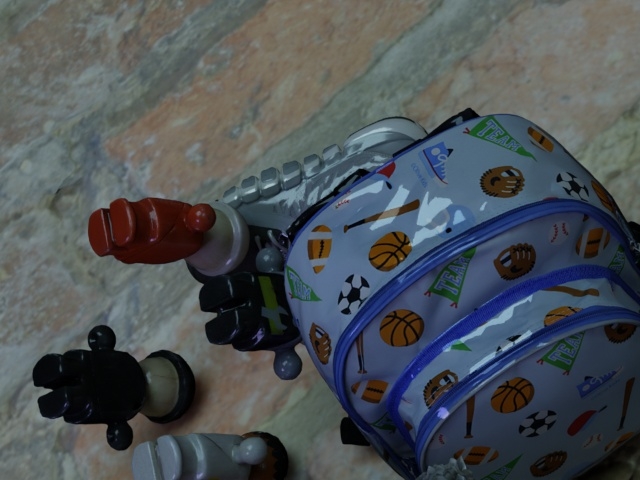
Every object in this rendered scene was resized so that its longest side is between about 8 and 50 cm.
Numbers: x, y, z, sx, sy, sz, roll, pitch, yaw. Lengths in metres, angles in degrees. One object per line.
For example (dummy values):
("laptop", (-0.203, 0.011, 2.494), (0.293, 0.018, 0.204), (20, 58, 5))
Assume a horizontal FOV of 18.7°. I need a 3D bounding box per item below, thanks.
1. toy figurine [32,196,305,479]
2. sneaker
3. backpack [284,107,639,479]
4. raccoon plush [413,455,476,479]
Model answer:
("toy figurine", (-0.092, 0.084, 1.483), (0.209, 0.148, 0.213), (30, 105, 38))
("sneaker", (0.000, 0.000, 1.557), (0.228, 0.086, 0.132), (-30, 48, 10))
("backpack", (0.107, 0.051, 1.318), (0.276, 0.263, 0.213), (-39, 45, 2))
("raccoon plush", (-0.080, 0.256, 1.011), (0.216, 0.446, 0.299), (-141, 58, -68))
